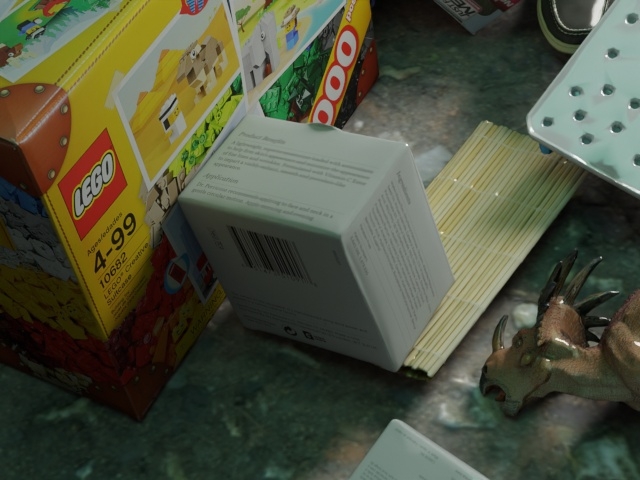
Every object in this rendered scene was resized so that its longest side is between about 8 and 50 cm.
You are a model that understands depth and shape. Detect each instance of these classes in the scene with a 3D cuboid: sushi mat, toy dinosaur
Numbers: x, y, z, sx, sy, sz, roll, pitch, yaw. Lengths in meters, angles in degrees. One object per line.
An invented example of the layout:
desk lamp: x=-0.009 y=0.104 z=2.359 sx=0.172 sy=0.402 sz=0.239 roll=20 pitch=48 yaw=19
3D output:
sushi mat: x=0.130 y=0.001 z=1.258 sx=0.151 sy=0.019 sz=0.316 roll=19 pitch=54 yaw=36
toy dinosaur: x=0.295 y=0.072 z=1.118 sx=0.296 sy=0.127 sz=0.200 roll=-21 pitch=42 yaw=-15

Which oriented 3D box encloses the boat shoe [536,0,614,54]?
boat shoe: x=0.268 y=-0.289 z=1.369 sx=0.080 sy=0.073 sz=0.223 roll=2 pitch=50 yaw=11

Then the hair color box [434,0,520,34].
hair color box: x=0.174 y=-0.440 z=1.520 sx=0.113 sy=0.185 sz=0.374 roll=-31 pitch=34 yaw=44

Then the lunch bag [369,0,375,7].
lunch bag: x=-0.118 y=-0.424 z=1.559 sx=0.385 sy=0.239 sz=0.328 roll=-6 pitch=47 yaw=27

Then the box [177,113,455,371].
box: x=0.000 y=0.000 z=1.161 sx=0.181 sy=0.182 sz=0.119 roll=14 pitch=54 yaw=35

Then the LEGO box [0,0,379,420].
LEGO box: x=-0.154 y=-0.152 z=1.224 sx=0.193 sy=0.372 sz=0.500 roll=18 pitch=55 yaw=23

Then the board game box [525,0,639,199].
board game box: x=0.460 y=-0.151 z=1.231 sx=0.390 sy=0.050 sz=0.390 roll=33 pitch=77 yaw=24

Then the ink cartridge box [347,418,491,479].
ink cartridge box: x=0.066 y=0.283 z=1.032 sx=0.189 sy=0.066 sz=0.232 roll=32 pitch=82 yaw=31
